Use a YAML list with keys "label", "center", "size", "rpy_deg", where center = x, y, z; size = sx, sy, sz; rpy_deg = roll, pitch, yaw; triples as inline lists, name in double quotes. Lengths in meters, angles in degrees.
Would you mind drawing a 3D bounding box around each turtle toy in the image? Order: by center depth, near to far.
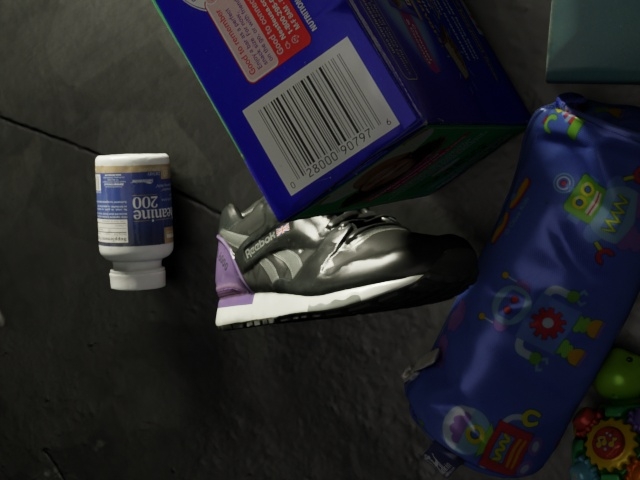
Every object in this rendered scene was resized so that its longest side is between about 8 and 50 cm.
- label: "turtle toy"
  center: [0.232, 0.149, 0.893]
  size: [0.095, 0.066, 0.130]
  rpy_deg: [-7, 62, 33]

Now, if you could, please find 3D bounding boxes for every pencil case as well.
- label: "pencil case"
  center: [0.169, 0.035, 0.885]
  size: [0.133, 0.119, 0.306]
  rpy_deg: [23, 104, -5]

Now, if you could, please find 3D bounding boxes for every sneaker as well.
- label: "sneaker"
  center: [0.000, 0.000, 0.912]
  size: [0.283, 0.107, 0.124]
  rpy_deg: [-11, 84, 49]

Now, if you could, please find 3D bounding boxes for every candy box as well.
- label: "candy box"
  center: [0.011, -0.164, 0.820]
  size: [0.122, 0.317, 0.268]
  rpy_deg: [-32, 83, 23]

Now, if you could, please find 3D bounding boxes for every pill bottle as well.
- label: "pill bottle"
  center: [-0.166, -0.018, 1.039]
  size: [0.067, 0.067, 0.120]
  rpy_deg: [0, 96, 21]

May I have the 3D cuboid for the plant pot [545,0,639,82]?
- label: "plant pot"
  center: [0.281, -0.185, 0.799]
  size: [0.234, 0.166, 0.165]
  rpy_deg: [6, 98, 12]
